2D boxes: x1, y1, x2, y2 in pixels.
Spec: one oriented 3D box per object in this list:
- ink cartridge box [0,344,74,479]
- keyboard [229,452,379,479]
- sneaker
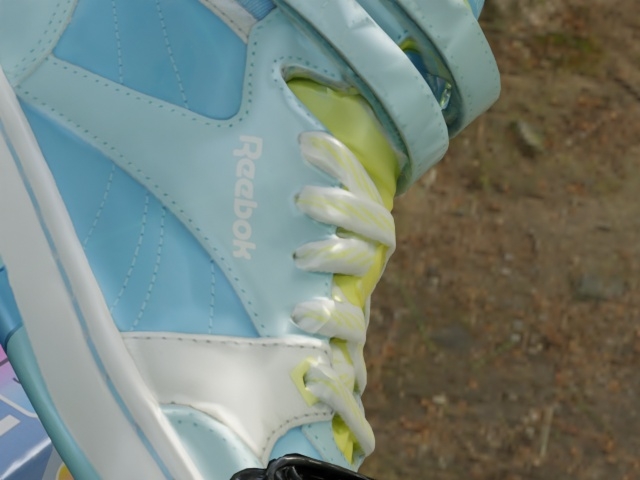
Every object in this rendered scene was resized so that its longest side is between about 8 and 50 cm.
[{"bbox_3d":[-0.244,0.199,0.566,0.151,0.270,0.395,25,28,19],"label":"ink cartridge box"},{"bbox_3d":[0.043,0.140,0.356,0.317,0.033,0.201,10,66,-17],"label":"keyboard"},{"bbox_3d":[0.000,0.000,0.511,0.208,0.127,0.319,-28,66,-9],"label":"sneaker"}]
